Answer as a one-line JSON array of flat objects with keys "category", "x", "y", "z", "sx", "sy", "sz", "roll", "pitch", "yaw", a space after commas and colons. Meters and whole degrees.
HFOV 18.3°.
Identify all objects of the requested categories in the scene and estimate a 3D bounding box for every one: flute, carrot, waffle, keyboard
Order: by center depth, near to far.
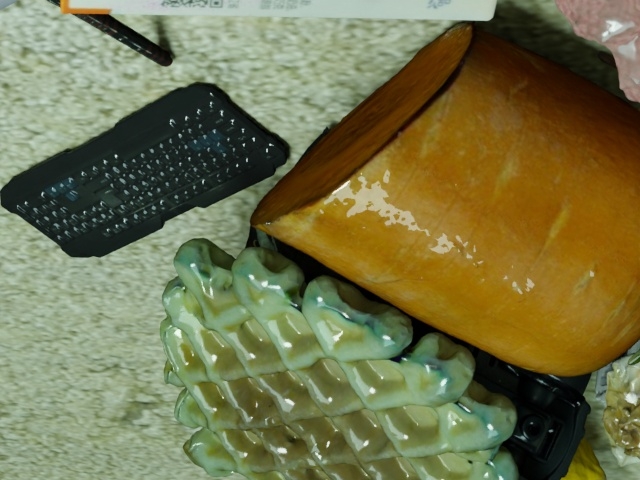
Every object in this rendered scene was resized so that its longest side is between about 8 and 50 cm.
[{"category": "flute", "x": -0.139, "y": -0.140, "z": 1.283, "sx": 0.014, "sy": 0.014, "sz": 0.269, "roll": 6, "pitch": 176, "yaw": 13}, {"category": "carrot", "x": 0.142, "y": -0.021, "z": 1.314, "sx": 0.331, "sy": 0.214, "sz": 0.193, "roll": 30, "pitch": 160, "yaw": -16}, {"category": "waffle", "x": 0.010, "y": 0.130, "z": 1.434, "sx": 0.292, "sy": 0.056, "sz": 0.309, "roll": 24, "pitch": 141, "yaw": 17}, {"category": "keyboard", "x": -0.140, "y": -0.048, "z": 1.530, "sx": 0.106, "sy": 0.016, "sz": 0.262, "roll": 37, "pitch": 140, "yaw": -29}]

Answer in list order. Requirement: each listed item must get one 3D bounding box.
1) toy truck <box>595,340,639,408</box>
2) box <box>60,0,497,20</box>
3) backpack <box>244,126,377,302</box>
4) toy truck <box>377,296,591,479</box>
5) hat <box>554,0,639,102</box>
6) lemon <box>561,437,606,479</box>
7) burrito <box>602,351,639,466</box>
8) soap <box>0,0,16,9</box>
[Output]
[{"category": "toy truck", "x": 0.304, "y": 0.143, "z": 1.560, "sx": 0.125, "sy": 0.101, "sz": 0.242, "roll": -7, "pitch": 139, "yaw": 34}, {"category": "box", "x": -0.011, "y": -0.237, "z": 1.097, "sx": 0.265, "sy": 0.048, "sz": 0.273, "roll": 1, "pitch": 136, "yaw": -9}, {"category": "backpack", "x": 0.001, "y": -0.004, "z": 1.456, "sx": 0.106, "sy": 0.120, "sz": 0.165, "roll": 15, "pitch": 130, "yaw": -2}, {"category": "toy truck", "x": 0.094, "y": 0.119, "z": 1.589, "sx": 0.224, "sy": 0.147, "sz": 0.165, "roll": 28, "pitch": 170, "yaw": -19}, {"category": "hat", "x": 0.239, "y": -0.179, "z": 1.127, "sx": 0.236, "sy": 0.107, "sz": 0.286, "roll": 38, "pitch": 153, "yaw": -14}, {"category": "lemon", "x": 0.171, "y": 0.211, "z": 1.688, "sx": 0.155, "sy": 0.114, "sz": 0.114, "roll": -14, "pitch": 136, "yaw": 29}, {"category": "burrito", "x": 0.377, "y": 0.066, "z": 1.369, "sx": 0.392, "sy": 0.076, "sz": 0.117, "roll": -19, "pitch": 130, "yaw": 13}, {"category": "soap", "x": -0.281, "y": -0.245, "z": 1.144, "sx": 0.285, "sy": 0.107, "sz": 0.296, "roll": -27, "pitch": 136, "yaw": 19}]
